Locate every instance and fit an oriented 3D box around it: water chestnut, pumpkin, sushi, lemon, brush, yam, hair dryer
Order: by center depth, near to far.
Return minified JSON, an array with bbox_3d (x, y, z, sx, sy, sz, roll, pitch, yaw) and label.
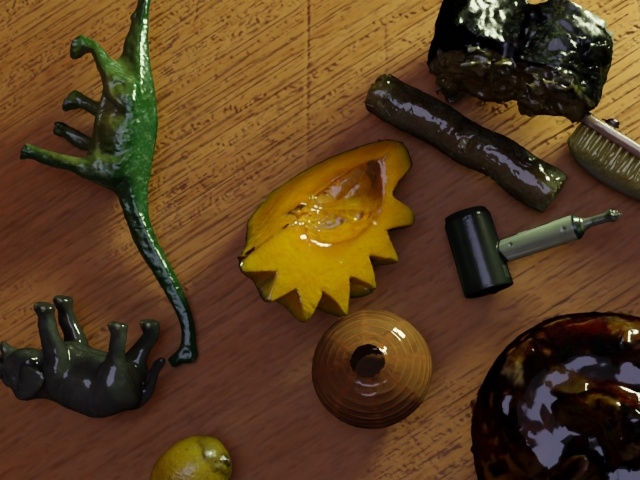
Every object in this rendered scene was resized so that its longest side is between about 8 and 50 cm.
[{"bbox_3d":[0.291,0.198,1.111,0.299,0.300,0.300,-1,79,8],"label":"water chestnut"},{"bbox_3d":[0.219,-0.214,1.252,0.212,0.147,0.115,19,74,27],"label":"sushi"},{"bbox_3d":[0.244,-0.007,1.255,0.197,0.057,0.101,-18,78,19],"label":"hair dryer"},{"bbox_3d":[0.417,-0.049,1.260,0.312,0.072,0.067,32,109,10],"label":"brush"},{"bbox_3d":[-0.152,0.271,1.265,0.110,0.082,0.082,-38,77,6],"label":"lemon"},{"bbox_3d":[0.000,0.000,1.290,0.254,0.149,0.130,-40,111,-24],"label":"pumpkin"},{"bbox_3d":[0.169,-0.118,1.304,0.252,0.061,0.061,31,85,12],"label":"yam"}]

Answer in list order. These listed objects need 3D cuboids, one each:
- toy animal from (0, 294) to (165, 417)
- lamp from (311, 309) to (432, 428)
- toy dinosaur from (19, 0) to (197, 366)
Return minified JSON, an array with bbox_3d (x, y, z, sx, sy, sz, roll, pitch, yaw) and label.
[{"bbox_3d":[-0.314,0.135,1.302,0.269,0.082,0.137,6,99,8],"label":"toy animal"},{"bbox_3d":[0.057,0.143,1.235,0.136,0.136,0.136,-1,79,8],"label":"lamp"},{"bbox_3d":[-0.198,-0.105,1.341,0.300,0.087,0.447,25,91,13],"label":"toy dinosaur"}]
